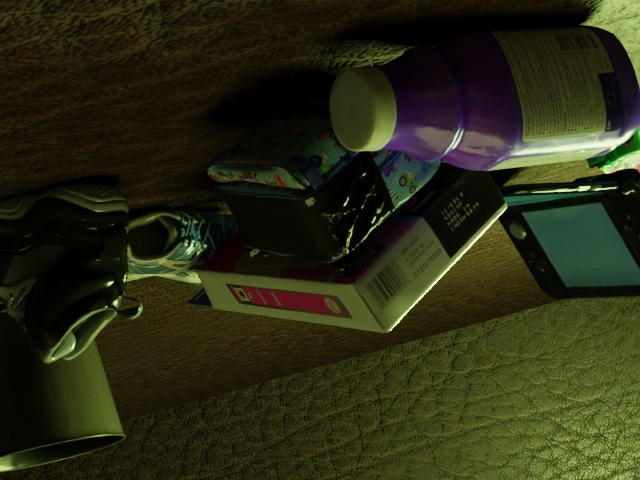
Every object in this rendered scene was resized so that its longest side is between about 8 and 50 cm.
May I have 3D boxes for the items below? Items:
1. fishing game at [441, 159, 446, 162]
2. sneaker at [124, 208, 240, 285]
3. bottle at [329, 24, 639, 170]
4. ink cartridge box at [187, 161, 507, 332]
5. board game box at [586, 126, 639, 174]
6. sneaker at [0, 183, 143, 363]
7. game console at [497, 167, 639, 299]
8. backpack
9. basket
[{"bbox_3d":[0.063,-0.052,1.500,0.189,0.041,0.264,-13,168,-26],"label":"fishing game"},{"bbox_3d":[-0.151,0.006,1.392,0.211,0.080,0.081,-9,170,-34],"label":"sneaker"},{"bbox_3d":[0.141,-0.118,1.078,0.283,0.118,0.092,-9,168,-33],"label":"bottle"},{"bbox_3d":[0.000,0.000,1.259,0.176,0.069,0.371,-44,-159,-24],"label":"ink cartridge box"},{"bbox_3d":[0.543,-0.147,1.635,0.390,0.050,0.390,-19,168,18],"label":"board game box"},{"bbox_3d":[-0.300,0.048,1.213,0.269,0.153,0.101,-16,168,2],"label":"sneaker"},{"bbox_3d":[0.270,0.007,1.603,0.173,0.250,0.293,-38,-167,-23],"label":"game console"},{"bbox_3d":[0.012,-0.067,1.127,0.173,0.117,0.158,-41,-151,-26],"label":"backpack"},{"bbox_3d":[-0.306,0.113,1.332,0.154,0.226,0.204,-17,168,8],"label":"basket"}]
